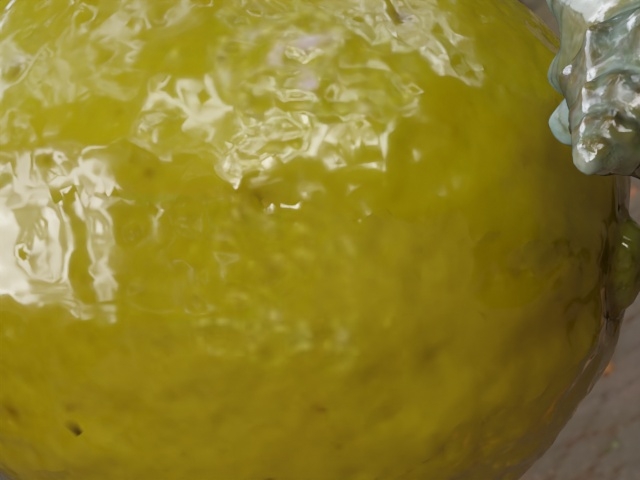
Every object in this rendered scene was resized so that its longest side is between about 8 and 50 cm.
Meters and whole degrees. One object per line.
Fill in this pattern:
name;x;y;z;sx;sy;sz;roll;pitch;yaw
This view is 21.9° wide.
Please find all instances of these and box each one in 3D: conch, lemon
conch;0.146;-0.058;0.604;0.137;0.114;0.234;-37;-13;25
lemon;0.000;0.000;0.854;0.364;0.364;0.364;-36;10;8
